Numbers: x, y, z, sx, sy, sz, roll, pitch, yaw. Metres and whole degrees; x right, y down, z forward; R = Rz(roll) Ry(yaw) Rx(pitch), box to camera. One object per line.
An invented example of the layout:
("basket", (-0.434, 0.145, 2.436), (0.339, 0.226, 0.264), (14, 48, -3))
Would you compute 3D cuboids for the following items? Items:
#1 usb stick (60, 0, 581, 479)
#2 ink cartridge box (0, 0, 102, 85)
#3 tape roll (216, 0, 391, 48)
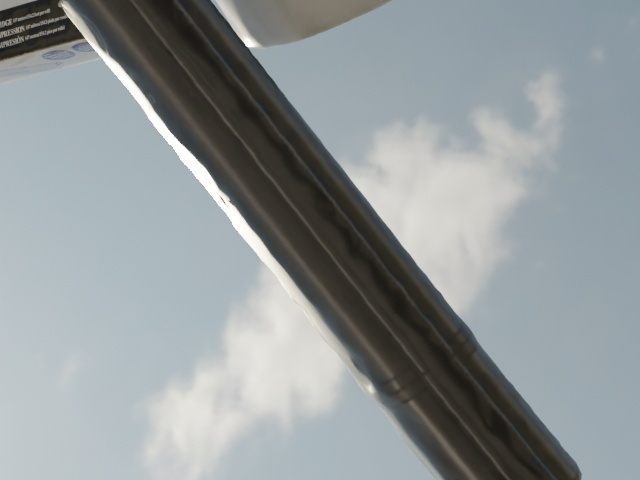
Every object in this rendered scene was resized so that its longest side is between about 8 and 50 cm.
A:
("usb stick", (0.000, 0.000, 0.576), (0.045, 0.077, 0.278), (-39, -84, -6))
("ink cartridge box", (-0.207, -0.140, 0.903), (0.207, 0.097, 0.046), (-11, -9, 28))
("tape roll", (0.029, -0.202, 0.897), (0.219, 0.219, 0.072), (-33, -70, -3))
